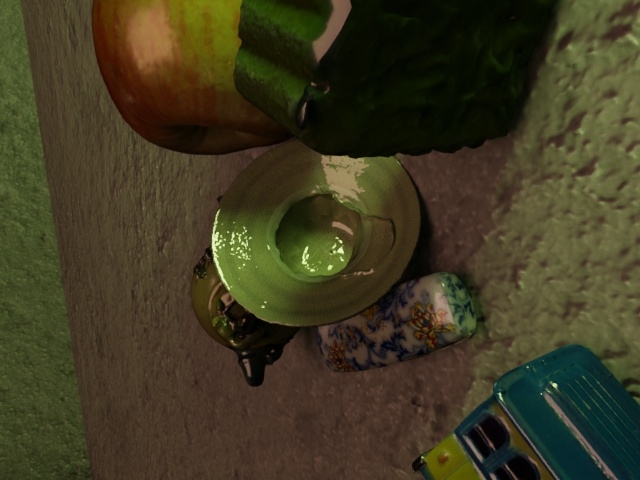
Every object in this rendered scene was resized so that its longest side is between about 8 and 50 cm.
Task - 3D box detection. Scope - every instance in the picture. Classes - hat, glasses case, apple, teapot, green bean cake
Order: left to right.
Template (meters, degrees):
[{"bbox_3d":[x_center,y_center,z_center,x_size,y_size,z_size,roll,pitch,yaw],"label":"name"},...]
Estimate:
[{"bbox_3d":[-0.119,-0.250,0.672,0.301,0.301,0.301,16,110,50],"label":"apple"},{"bbox_3d":[-0.096,0.068,0.772,0.182,0.173,0.269,-104,13,-74],"label":"teapot"},{"bbox_3d":[0.000,0.000,0.693,0.252,0.252,0.110,57,179,27],"label":"hat"},{"bbox_3d":[0.077,0.104,0.665,0.248,0.065,0.087,-32,74,50],"label":"glasses case"},{"bbox_3d":[0.070,-0.204,0.456,0.156,0.247,0.249,41,127,42],"label":"green bean cake"}]

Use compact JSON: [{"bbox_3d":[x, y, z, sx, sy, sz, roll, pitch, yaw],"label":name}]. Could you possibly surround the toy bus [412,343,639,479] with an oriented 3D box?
[{"bbox_3d":[0.226,0.250,0.443,0.287,0.138,0.175,56,137,30],"label":"toy bus"}]
